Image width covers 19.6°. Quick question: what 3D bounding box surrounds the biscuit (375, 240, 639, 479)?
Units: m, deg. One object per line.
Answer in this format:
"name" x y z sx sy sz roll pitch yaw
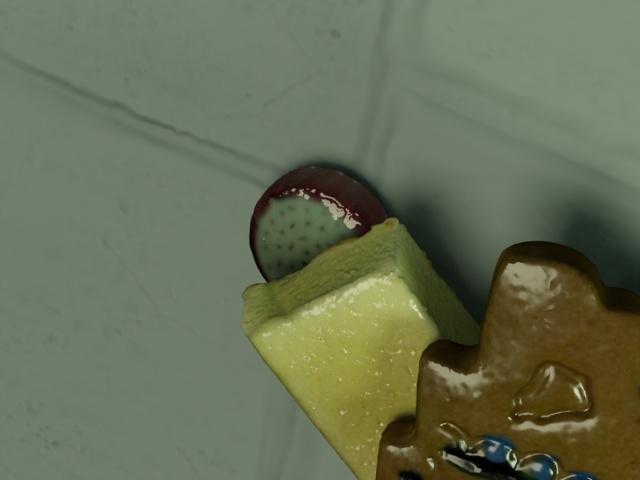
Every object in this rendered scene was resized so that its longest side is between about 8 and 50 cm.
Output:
"biscuit" 0.152 0.146 1.195 0.278 0.043 0.301 40 119 -17

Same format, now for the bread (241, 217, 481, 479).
"bread" 0.048 0.085 1.238 0.125 0.068 0.188 -26 117 24

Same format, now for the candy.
"candy" 0.000 0.000 1.268 0.103 0.043 0.103 13 120 24
